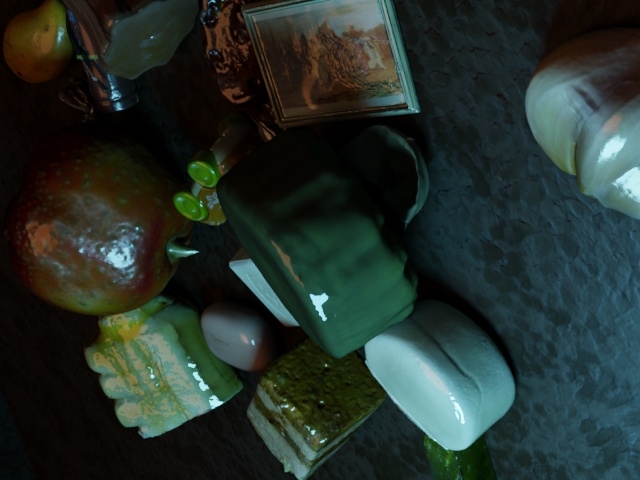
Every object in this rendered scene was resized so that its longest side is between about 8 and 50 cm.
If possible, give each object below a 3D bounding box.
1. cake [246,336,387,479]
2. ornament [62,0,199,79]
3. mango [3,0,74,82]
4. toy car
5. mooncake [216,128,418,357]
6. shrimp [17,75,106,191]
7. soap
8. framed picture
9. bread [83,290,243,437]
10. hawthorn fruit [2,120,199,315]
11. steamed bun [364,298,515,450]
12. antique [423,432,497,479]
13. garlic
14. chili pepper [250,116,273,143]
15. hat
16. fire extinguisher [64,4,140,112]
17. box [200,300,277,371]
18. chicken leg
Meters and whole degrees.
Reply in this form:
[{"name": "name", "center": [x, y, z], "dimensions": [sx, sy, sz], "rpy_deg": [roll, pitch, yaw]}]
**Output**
[{"name": "cake", "center": [-0.028, 0.333, 1.970], "dimensions": [0.196, 0.199, 0.293], "rpy_deg": [46, 145, 13]}, {"name": "ornament", "center": [-0.354, -0.443, 1.780], "dimensions": [0.217, 0.221, 0.235], "rpy_deg": [53, -170, 13]}, {"name": "mango", "center": [-0.614, -0.431, 2.179], "dimensions": [0.262, 0.109, 0.157], "rpy_deg": [-29, 88, 54]}, {"name": "toy car", "center": [-0.134, -0.096, 1.840], "dimensions": [0.235, 0.145, 0.235], "rpy_deg": [21, 143, 17]}, {"name": "mooncake", "center": [0.000, 0.000, 1.570], "dimensions": [0.356, 0.194, 0.356], "rpy_deg": [52, 169, 14]}, {"name": "shrimp", "center": [-0.567, -0.175, 2.278], "dimensions": [0.166, 0.221, 0.410], "rpy_deg": [28, 125, -8]}, {"name": "soap", "center": [-0.074, 0.082, 1.904], "dimensions": [0.183, 0.064, 0.121], "rpy_deg": [49, 148, -21]}, {"name": "framed picture", "center": [0.010, -0.280, 1.536], "dimensions": [0.274, 0.017, 0.217], "rpy_deg": [-3, 115, 36]}, {"name": "bread", "center": [-0.375, 0.263, 2.326], "dimensions": [0.300, 0.210, 0.341], "rpy_deg": [-31, 97, 23]}, {"name": "hawthorn fruit", "center": [-0.431, -0.041, 2.054], "dimensions": [0.403, 0.403, 0.403], "rpy_deg": [31, 138, 34]}, {"name": "steamed bun", "center": [0.197, 0.209, 1.629], "dimensions": [0.241, 0.146, 0.164], "rpy_deg": [47, 149, 15]}, {"name": "antique", "center": [0.246, 0.387, 1.768], "dimensions": [0.080, 0.081, 0.221], "rpy_deg": [3, 117, 48]}, {"name": "garlic", "center": [0.341, -0.148, 1.211], "dimensions": [0.217, 0.110, 0.228], "rpy_deg": [40, 142, 30]}, {"name": "chili pepper", "center": [-0.084, -0.187, 1.767], "dimensions": [0.041, 0.050, 0.153], "rpy_deg": [-31, 92, 12]}, {"name": "hat", "center": [0.123, -0.085, 1.582], "dimensions": [0.166, 0.144, 0.173], "rpy_deg": [49, -171, 23]}, {"name": "fire extinguisher", "center": [-0.448, -0.420, 1.970], "dimensions": [0.141, 0.105, 0.341], "rpy_deg": [-111, 8, -62]}, {"name": "box", "center": [-0.176, 0.204, 2.143], "dimensions": [0.200, 0.088, 0.146], "rpy_deg": [14, 125, 44]}, {"name": "chicken leg", "center": [-0.106, -0.287, 1.680], "dimensions": [0.158, 0.096, 0.407], "rpy_deg": [-6, 115, 32]}]
